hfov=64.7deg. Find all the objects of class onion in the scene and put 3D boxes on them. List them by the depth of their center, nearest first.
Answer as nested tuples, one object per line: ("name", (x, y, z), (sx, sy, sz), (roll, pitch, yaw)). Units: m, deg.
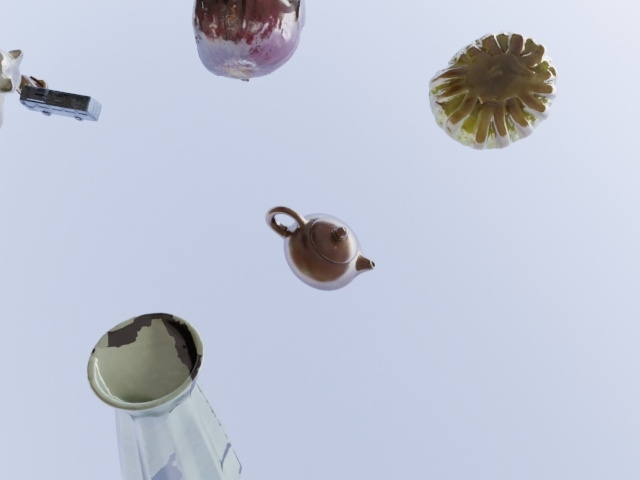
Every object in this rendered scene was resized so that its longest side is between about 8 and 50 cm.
("onion", (-0.140, -0.449, 1.032), (0.206, 0.207, 0.215), (7, -89, 1))

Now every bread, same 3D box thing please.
("bread", (0.293, -0.256, 0.856), (0.214, 0.105, 0.213), (-1, -98, 9))

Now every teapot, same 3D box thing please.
("teapot", (0.000, 0.000, 1.066), (0.252, 0.135, 0.178), (34, -137, -10))
("teapot", (-0.831, -0.435, 1.486), (0.078, 0.098, 0.129), (-41, -69, -6))

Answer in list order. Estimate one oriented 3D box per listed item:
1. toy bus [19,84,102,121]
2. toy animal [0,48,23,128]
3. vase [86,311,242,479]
("toy bus", (-0.564, -0.298, 1.097), (0.166, 0.065, 0.047), (10, -99, 4))
("toy animal", (-0.825, -0.327, 1.221), (0.188, 0.266, 0.307), (4, -111, -17))
("vase", (-0.185, 0.245, 0.630), (0.165, 0.359, 0.165), (3, -135, -3))
